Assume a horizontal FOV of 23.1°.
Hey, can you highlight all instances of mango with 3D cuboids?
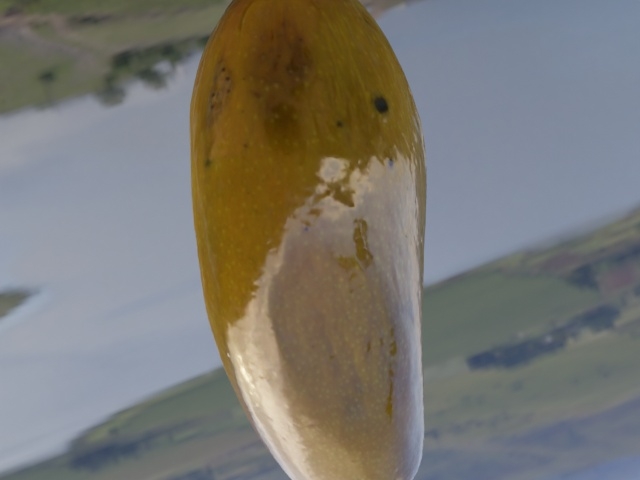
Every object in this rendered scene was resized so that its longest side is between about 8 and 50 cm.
[{"bbox_3d":[-0.001,0.002,1.004,0.144,0.359,0.187,-6,-179,26],"label":"mango"}]
